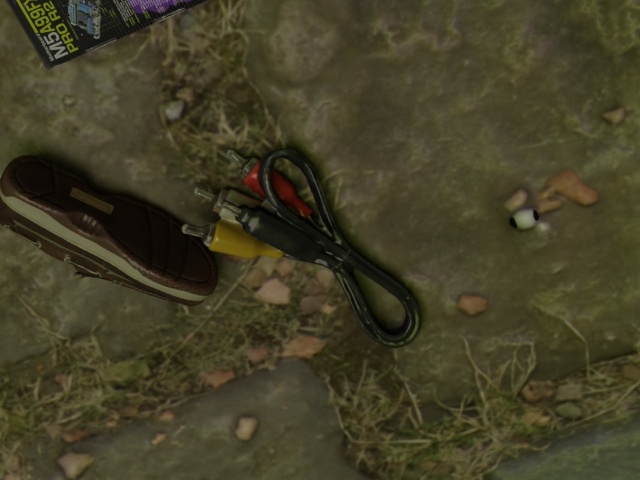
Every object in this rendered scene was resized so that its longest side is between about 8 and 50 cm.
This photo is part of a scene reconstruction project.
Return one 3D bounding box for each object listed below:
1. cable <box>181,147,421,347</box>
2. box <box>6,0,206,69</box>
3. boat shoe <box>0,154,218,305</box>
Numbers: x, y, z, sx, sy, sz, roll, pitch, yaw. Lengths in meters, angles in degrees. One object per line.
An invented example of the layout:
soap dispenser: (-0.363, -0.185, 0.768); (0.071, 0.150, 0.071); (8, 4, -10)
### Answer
cable: (0.000, 0.000, 1.622); (0.287, 0.072, 0.139); (31, 93, -17)
box: (-0.242, -0.332, 1.492); (0.216, 0.060, 0.270); (-21, 116, 14)
boat shoe: (-0.236, 0.002, 1.630); (0.257, 0.095, 0.095); (32, 133, -6)
